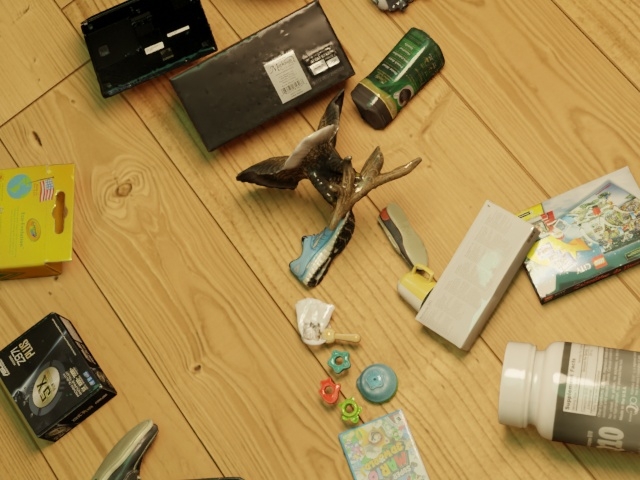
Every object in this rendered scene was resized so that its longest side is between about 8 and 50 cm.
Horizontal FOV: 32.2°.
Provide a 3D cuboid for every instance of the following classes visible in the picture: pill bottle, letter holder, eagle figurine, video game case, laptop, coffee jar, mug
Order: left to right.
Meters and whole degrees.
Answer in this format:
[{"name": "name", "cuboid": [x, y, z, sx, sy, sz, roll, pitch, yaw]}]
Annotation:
[{"name": "laptop", "cuboid": [-0.324, -0.402, 2.134, 0.234, 0.136, 0.264, -23, 70, 5]}, {"name": "letter holder", "cuboid": [-0.109, -0.311, 2.071, 0.302, 0.214, 0.152, -28, 102, 2]}, {"name": "eagle figurine", "cuboid": [-0.006, -0.133, 1.914, 0.226, 0.225, 0.298, -2, 30, -29]}, {"name": "video game case", "cuboid": [0.113, 0.383, 1.868, 0.119, 0.015, 0.166, -23, 70, 4]}, {"name": "coffee jar", "cuboid": [0.139, -0.294, 2.027, 0.184, 0.096, 0.079, -47, 62, -5]}, {"name": "mug", "cuboid": [0.171, 0.080, 1.926, 0.064, 0.062, 0.078, 35, 100, 28]}, {"name": "pill bottle", "cuboid": [0.432, 0.247, 1.766, 0.283, 0.161, 0.161, 7, 75, 14]}]

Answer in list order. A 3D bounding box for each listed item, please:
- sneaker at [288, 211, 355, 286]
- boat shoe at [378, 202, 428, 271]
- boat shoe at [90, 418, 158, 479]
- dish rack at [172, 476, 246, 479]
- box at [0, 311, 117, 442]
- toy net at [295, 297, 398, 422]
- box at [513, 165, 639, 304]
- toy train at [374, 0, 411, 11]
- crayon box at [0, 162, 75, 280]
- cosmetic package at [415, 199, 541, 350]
[{"name": "sneaker", "cuboid": [0.000, 0.000, 1.984, 0.073, 0.063, 0.162, 33, 82, 22]}, {"name": "boat shoe", "cuboid": [0.145, -0.001, 1.966, 0.043, 0.049, 0.137, -45, 66, 42]}, {"name": "boat shoe", "cuboid": [-0.350, 0.417, 1.933, 0.079, 0.084, 0.233, 38, 74, -19]}, {"name": "dish rack", "cuboid": [-0.206, 0.540, 1.855, 0.208, 0.074, 0.271, -6, 72, 11]}, {"name": "box", "cuboid": [-0.481, 0.245, 2.000, 0.147, 0.077, 0.180, -37, 70, 0]}, {"name": "toy net", "cuboid": [0.025, 0.203, 1.928, 0.122, 0.045, 0.232, -41, 68, -1]}, {"name": "box", "cuboid": [0.452, -0.009, 1.902, 0.233, 0.044, 0.159, -23, 70, 4]}, {"name": "toy train", "cuboid": [0.208, -0.570, 2.083, 0.334, 0.142, 0.190, -31, 79, 1]}, {"name": "crayon box", "cuboid": [-0.604, -0.029, 2.107, 0.319, 0.081, 0.202, -5, 73, 11]}, {"name": "cosmetic package", "cuboid": [0.268, 0.060, 1.884, 0.099, 0.060, 0.239, 33, 94, 24]}]
